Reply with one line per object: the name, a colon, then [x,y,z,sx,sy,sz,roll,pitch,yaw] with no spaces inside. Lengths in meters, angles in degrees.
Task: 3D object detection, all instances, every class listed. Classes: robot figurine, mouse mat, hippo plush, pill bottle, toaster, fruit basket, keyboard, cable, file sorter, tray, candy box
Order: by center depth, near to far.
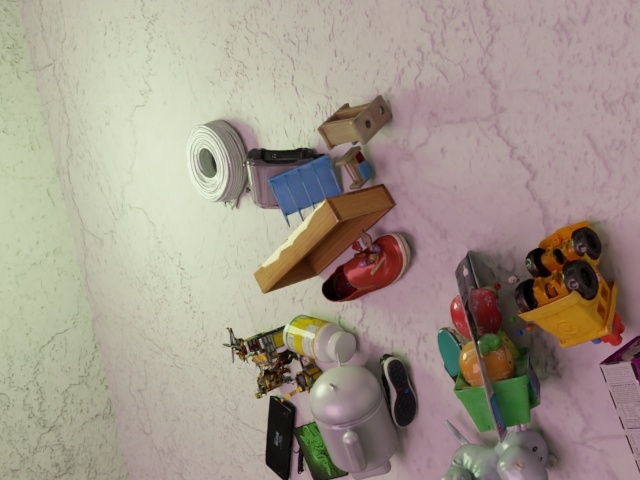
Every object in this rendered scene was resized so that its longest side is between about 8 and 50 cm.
candy box: [0.631,0.310,1.365,0.071,0.159,0.233,-21,89,51]
fruit basket: [0.361,0.208,1.549,0.165,0.327,0.353,-10,93,17]
hippo plush: [0.431,0.549,1.675,0.236,0.294,0.234,-29,101,24]
file sorter: [-0.033,-0.125,1.895,0.104,0.170,0.118,-108,-4,-61]
tray: [0.000,0.000,1.922,0.411,0.203,0.076,-43,70,47]
robot figurine: [0.091,0.483,1.971,0.300,0.199,0.353,-95,-14,-64]
toaster: [-0.097,-0.172,1.993,0.129,0.227,0.146,-97,5,-64]
pill bottle: [-0.001,0.288,2.099,0.208,0.117,0.118,9,111,47]
cable: [-0.334,-0.247,2.293,0.257,0.089,0.257,53,137,21]
mouse mat: [0.000,0.670,2.303,0.152,0.007,0.190,-28,82,36]
keyboard: [-0.111,0.684,2.442,0.201,0.033,0.317,30,126,39]

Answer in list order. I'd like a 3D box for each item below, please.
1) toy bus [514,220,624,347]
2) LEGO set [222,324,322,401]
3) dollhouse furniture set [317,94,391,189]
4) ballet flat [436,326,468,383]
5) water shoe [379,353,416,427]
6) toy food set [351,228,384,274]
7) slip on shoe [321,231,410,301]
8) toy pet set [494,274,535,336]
toy bus: [0.515,0.104,1.426,0.211,0.220,0.149,39,140,-13]
LEGO set: [-0.170,0.390,2.269,0.331,0.192,0.255,-6,100,49]
dollhouse furniture set: [0.112,-0.241,1.792,0.129,0.129,0.184,-1,128,48]
ballet flat: [0.355,0.316,1.738,0.091,0.077,0.241,-37,70,47]
water shoe: [0.209,0.402,1.961,0.080,0.073,0.203,-147,46,-72]
toy food set: [0.111,0.030,1.837,0.078,0.019,0.122,-56,42,15]
slip on shoe: [0.116,0.082,1.904,0.331,0.101,0.123,-37,75,47]
toy pet set: [0.448,0.122,1.534,0.065,0.114,0.122,-35,77,54]
